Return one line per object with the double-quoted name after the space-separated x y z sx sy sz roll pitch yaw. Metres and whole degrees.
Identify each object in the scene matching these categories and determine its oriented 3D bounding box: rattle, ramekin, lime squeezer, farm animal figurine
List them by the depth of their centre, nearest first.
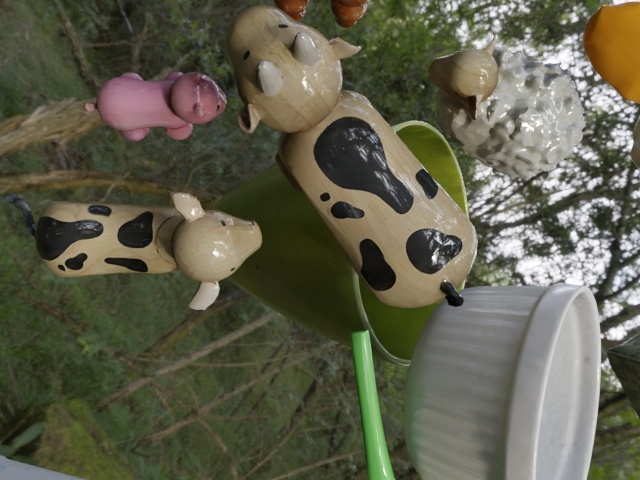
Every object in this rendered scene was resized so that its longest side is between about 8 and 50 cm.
-0.019 -0.058 0.367 0.327 0.330 0.172 35 5 -4 "farm animal figurine"
0.276 -0.154 0.377 0.143 0.199 0.130 36 -13 7 "rattle"
0.071 0.221 0.427 0.110 0.059 0.310 -50 129 -41 "lime squeezer"
0.157 0.134 0.442 0.207 0.109 0.207 -8 100 -51 "ramekin"

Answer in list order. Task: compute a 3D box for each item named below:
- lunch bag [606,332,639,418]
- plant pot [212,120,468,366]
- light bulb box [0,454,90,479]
0.637 0.208 0.760 0.212 0.256 0.305 60 -2 3 "lunch bag"
0.000 0.000 0.680 0.275 0.294 0.274 -3 94 -52 "plant pot"
-0.390 0.515 0.671 0.225 0.358 0.360 87 17 -79 "light bulb box"
